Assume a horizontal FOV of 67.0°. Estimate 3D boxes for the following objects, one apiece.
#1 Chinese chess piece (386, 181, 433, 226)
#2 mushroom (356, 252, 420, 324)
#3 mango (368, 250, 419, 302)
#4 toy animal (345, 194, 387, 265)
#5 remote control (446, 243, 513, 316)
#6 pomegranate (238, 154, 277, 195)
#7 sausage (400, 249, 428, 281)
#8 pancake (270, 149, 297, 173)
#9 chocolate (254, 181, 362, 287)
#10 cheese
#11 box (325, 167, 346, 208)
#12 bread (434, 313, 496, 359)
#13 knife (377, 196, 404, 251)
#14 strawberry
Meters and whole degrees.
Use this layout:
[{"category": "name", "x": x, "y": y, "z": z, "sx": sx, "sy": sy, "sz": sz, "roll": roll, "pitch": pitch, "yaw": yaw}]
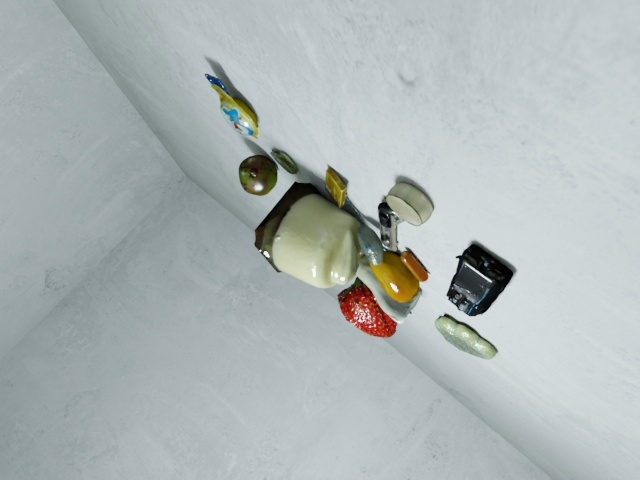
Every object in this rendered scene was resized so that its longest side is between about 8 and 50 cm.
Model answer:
[{"category": "Chinese chess piece", "x": 0.222, "y": -0.091, "z": 1.207, "sx": 0.122, "sy": 0.051, "sz": 0.122, "roll": 40, "pitch": 170, "yaw": 8}, {"category": "mushroom", "x": 0.236, "y": 0.172, "z": 1.865, "sx": 0.328, "sy": 0.159, "sz": 0.122, "roll": 39, "pitch": 128, "yaw": 25}, {"category": "mango", "x": 0.254, "y": 0.116, "z": 1.674, "sx": 0.221, "sy": 0.120, "sz": 0.151, "roll": 52, "pitch": 168, "yaw": -9}, {"category": "toy animal", "x": 0.143, "y": -0.037, "z": 1.578, "sx": 0.253, "sy": 0.070, "sz": 0.079, "roll": 66, "pitch": 157, "yaw": 8}, {"category": "remote control", "x": 0.417, "y": 0.127, "z": 1.326, "sx": 0.144, "sy": 0.062, "sz": 0.399, "roll": 38, "pitch": 168, "yaw": 21}, {"category": "pomegranate", "x": -0.236, "y": -0.255, "z": 1.896, "sx": 0.159, "sy": 0.159, "sz": 0.205, "roll": 39, "pitch": -167, "yaw": 12}, {"category": "sausage", "x": 0.305, "y": 0.082, "z": 1.576, "sx": 0.131, "sy": 0.041, "sz": 0.039, "roll": 48, "pitch": -171, "yaw": -24}, {"category": "pancake", "x": -0.130, "y": -0.280, "z": 1.731, "sx": 0.129, "sy": 0.023, "sz": 0.116, "roll": 30, "pitch": 165, "yaw": 45}, {"category": "chocolate", "x": 0.000, "y": 0.000, "z": 1.675, "sx": 0.297, "sy": 0.314, "sz": 0.326, "roll": 21, "pitch": 155, "yaw": 40}, {"category": "cheese", "x": -0.283, "y": -0.430, "z": 1.569, "sx": 0.177, "sy": 0.069, "sz": 0.270, "roll": 33, "pitch": 165, "yaw": 38}, {"category": "box", "x": 0.047, "y": -0.164, "z": 1.531, "sx": 0.089, "sy": 0.022, "sz": 0.156, "roll": 55, "pitch": 171, "yaw": 15}, {"category": "bread", "x": 0.528, "y": 0.362, "z": 1.836, "sx": 0.207, "sy": 0.056, "sz": 0.286, "roll": 42, "pitch": 167, "yaw": -9}, {"category": "knife", "x": 0.209, "y": -0.031, "z": 1.479, "sx": 0.089, "sy": 0.043, "sz": 0.365, "roll": 44, "pitch": 170, "yaw": 18}, {"category": "strawberry", "x": 0.225, "y": 0.287, "z": 2.037, "sx": 0.289, "sy": 0.250, "sz": 0.238, "roll": 60, "pitch": 168, "yaw": -8}]
